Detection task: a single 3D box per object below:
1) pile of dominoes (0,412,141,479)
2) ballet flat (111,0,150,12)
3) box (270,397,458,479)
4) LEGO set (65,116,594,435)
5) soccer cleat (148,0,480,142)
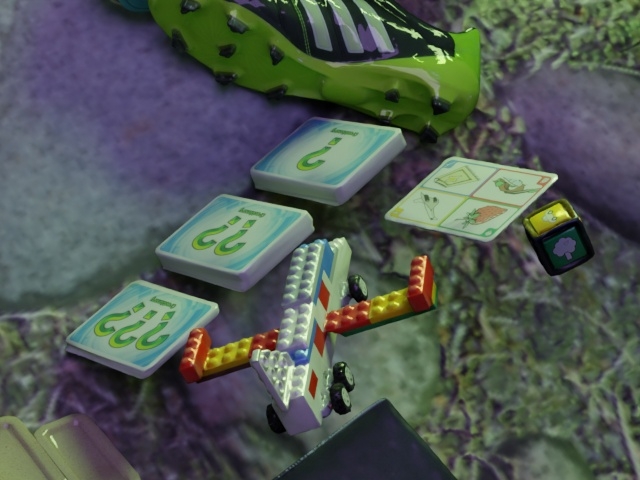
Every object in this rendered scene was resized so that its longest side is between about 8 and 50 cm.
[{"bbox_3d":[-0.191,0.155,0.752,0.251,0.040,0.196,-2,37,-10],"label":"pile of dominoes"},{"bbox_3d":[-0.012,-0.191,0.944,0.248,0.086,0.086,-14,67,-15],"label":"ballet flat"},{"bbox_3d":[0.032,0.172,0.728,0.093,0.156,0.158,-36,74,-22],"label":"box"},{"bbox_3d":[0.000,0.000,0.779,0.182,0.244,0.060,-42,121,-23],"label":"LEGO set"},{"bbox_3d":[-0.001,-0.108,0.918,0.178,0.060,0.072,19,54,-6],"label":"soccer cleat"}]
